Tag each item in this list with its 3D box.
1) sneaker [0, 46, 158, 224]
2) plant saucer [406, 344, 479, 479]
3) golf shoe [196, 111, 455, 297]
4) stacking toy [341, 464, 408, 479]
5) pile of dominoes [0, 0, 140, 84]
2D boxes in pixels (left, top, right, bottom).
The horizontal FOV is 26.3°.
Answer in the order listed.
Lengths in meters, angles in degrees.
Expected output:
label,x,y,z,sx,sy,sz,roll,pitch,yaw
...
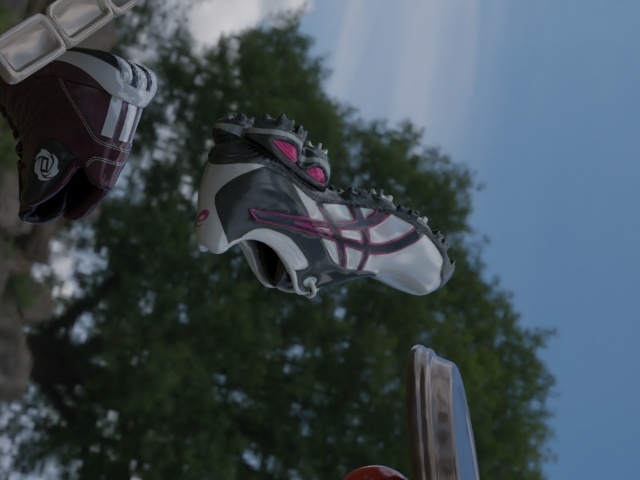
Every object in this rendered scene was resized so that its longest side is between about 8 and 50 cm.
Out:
label,x,y,z,sx,sy,sz,roll,pitch,yaw
sneaker,-0.278,-0.101,1.283,0.281,0.106,0.163,12,-92,44
plant saucer,0.120,0.231,1.256,0.278,0.041,0.278,-7,90,-81
golf shoe,0.000,0.000,1.143,0.105,0.273,0.120,3,-112,50
stacking toy,0.054,0.318,1.438,0.330,0.141,0.141,97,0,-62
pile of dominoes,-0.204,-0.212,0.876,0.040,0.196,0.251,-27,-166,35
